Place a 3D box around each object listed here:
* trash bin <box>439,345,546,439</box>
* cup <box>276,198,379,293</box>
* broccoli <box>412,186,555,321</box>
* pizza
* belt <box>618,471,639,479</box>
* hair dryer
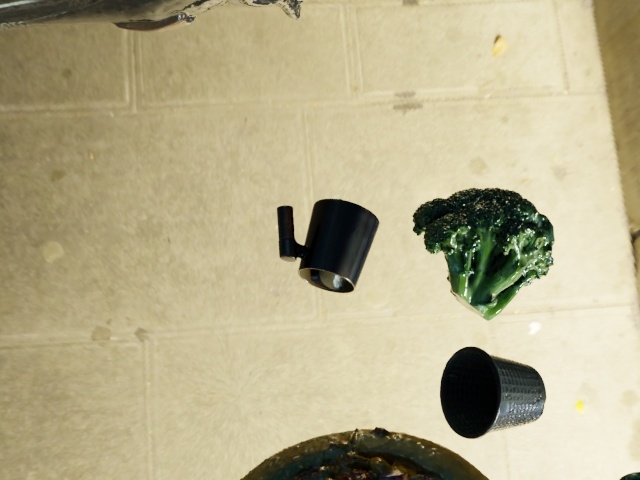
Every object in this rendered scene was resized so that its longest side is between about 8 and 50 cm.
[{"bbox_3d":[0.347,0.297,1.588,0.161,0.175,0.175,6,77,-31],"label":"trash bin"},{"bbox_3d":[0.002,0.007,1.914,0.239,0.166,0.177,16,70,3],"label":"cup"},{"bbox_3d":[0.318,0.018,1.572,0.294,0.265,0.245,30,76,-19],"label":"broccoli"},{"bbox_3d":[0.046,0.388,1.075,0.408,0.114,0.278,-2,75,17],"label":"pizza"},{"bbox_3d":[0.197,0.193,0.457,0.151,0.079,0.121,-1,61,-9],"label":"belt"},{"bbox_3d":[-0.118,-0.210,0.695,0.303,0.359,0.120,-12,91,23],"label":"hair dryer"}]
